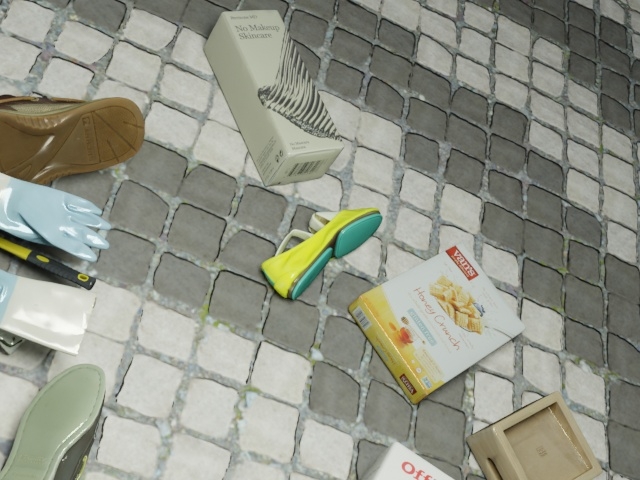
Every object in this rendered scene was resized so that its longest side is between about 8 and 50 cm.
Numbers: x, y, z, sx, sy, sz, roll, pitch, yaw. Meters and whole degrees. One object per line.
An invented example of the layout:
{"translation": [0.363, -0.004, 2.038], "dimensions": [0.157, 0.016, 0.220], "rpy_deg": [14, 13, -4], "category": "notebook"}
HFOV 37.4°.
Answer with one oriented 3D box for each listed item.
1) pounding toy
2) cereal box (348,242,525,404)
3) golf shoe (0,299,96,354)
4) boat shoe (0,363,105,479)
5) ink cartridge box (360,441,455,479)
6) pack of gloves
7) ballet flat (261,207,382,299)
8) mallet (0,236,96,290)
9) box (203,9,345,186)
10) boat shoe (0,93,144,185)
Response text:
{"translation": [0.276, 0.339, 1.307], "dimensions": [0.206, 0.094, 0.181], "rpy_deg": [-21, 76, -27], "category": "pounding toy"}
{"translation": [0.179, 0.117, 1.420], "dimensions": [0.240, 0.047, 0.173], "rpy_deg": [-26, 75, -38], "category": "cereal box"}
{"translation": [-0.362, 0.096, 1.147], "dimensions": [0.176, 0.069, 0.086], "rpy_deg": [1, 80, -24], "category": "golf shoe"}
{"translation": [-0.305, 0.244, 1.069], "dimensions": [0.081, 0.068, 0.227], "rpy_deg": [10, 49, 14], "category": "boat shoe"}
{"translation": [0.097, 0.410, 1.124], "dimensions": [0.198, 0.114, 0.273], "rpy_deg": [33, 48, 4], "category": "ink cartridge box"}
{"translation": [-0.375, 0.020, 1.120], "dimensions": [0.232, 0.046, 0.195], "rpy_deg": [18, 64, -14], "category": "pack of gloves"}
{"translation": [0.000, 0.000, 1.390], "dimensions": [0.077, 0.077, 0.231], "rpy_deg": [36, 50, 19], "category": "ballet flat"}
{"translation": [-0.373, 0.022, 1.172], "dimensions": [0.190, 0.039, 0.062], "rpy_deg": [29, 50, 7], "category": "mallet"}
{"translation": [-0.076, -0.226, 1.477], "dimensions": [0.113, 0.094, 0.275], "rpy_deg": [-13, 67, -34], "category": "box"}
{"translation": [-0.406, -0.132, 1.239], "dimensions": [0.342, 0.123, 0.123], "rpy_deg": [-20, 28, -37], "category": "boat shoe"}
